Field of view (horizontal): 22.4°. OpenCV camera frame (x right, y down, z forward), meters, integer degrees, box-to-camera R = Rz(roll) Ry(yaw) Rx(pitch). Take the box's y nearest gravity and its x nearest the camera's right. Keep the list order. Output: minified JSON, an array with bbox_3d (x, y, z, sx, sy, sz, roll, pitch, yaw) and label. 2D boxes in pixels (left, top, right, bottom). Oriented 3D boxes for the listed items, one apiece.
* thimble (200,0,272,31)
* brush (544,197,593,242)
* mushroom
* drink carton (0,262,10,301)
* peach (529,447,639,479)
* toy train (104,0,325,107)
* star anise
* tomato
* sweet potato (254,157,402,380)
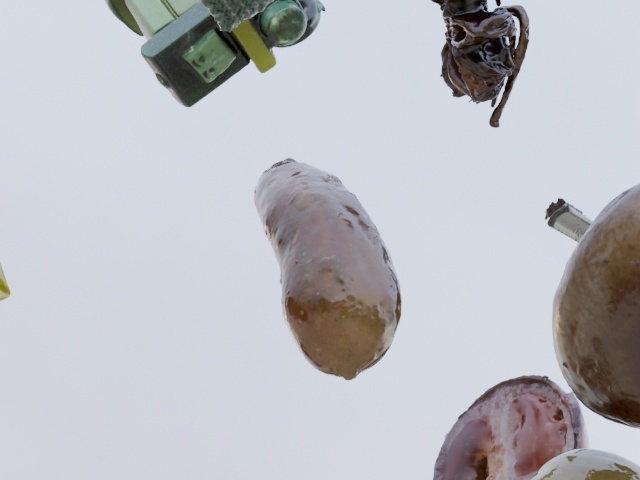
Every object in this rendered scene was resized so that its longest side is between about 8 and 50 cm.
[{"bbox_3d":[-0.114,-0.315,1.824,0.135,0.090,0.118,55,3,-30],"label":"thimble"},{"bbox_3d":[0.383,-0.016,2.336,0.043,0.036,0.248,-39,-28,17],"label":"brush"},{"bbox_3d":[0.361,0.057,1.555,0.263,0.283,0.195,32,-3,-15],"label":"mushroom"},{"bbox_3d":[-0.416,0.026,1.254,0.154,0.111,0.351,-25,-11,24],"label":"drink carton"},{"bbox_3d":[0.280,0.334,1.643,0.232,0.232,0.232,12,-22,5],"label":"peach"},{"bbox_3d":[-0.167,-0.357,2.293,0.397,0.253,0.160,54,-2,46],"label":"toy train"},{"bbox_3d":[0.210,-0.290,2.164,0.126,0.190,0.220,-20,-50,-11],"label":"star anise"},{"bbox_3d":[0.258,0.281,2.044,0.228,0.199,0.112,-29,-47,31],"label":"tomato"},{"bbox_3d":[0.000,-0.002,1.277,0.097,0.292,0.097,-7,-54,-9],"label":"sweet potato"}]
